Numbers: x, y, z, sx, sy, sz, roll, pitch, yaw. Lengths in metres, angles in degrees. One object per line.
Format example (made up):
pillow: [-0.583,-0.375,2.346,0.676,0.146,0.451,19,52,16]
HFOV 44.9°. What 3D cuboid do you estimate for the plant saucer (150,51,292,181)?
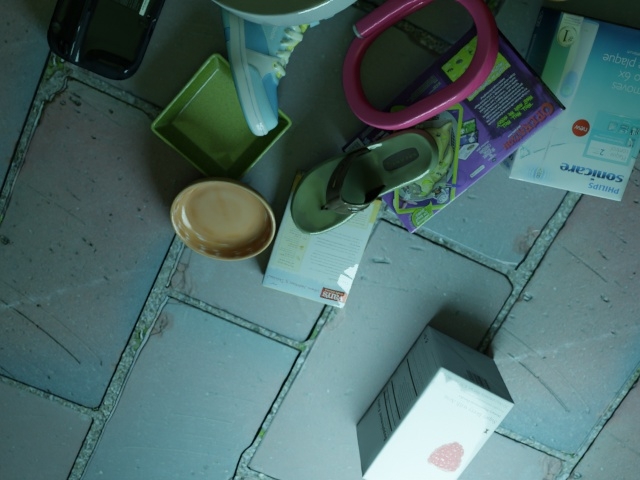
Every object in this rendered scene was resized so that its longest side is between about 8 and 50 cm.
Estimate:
plant saucer: [-0.180,-0.217,1.420,0.188,0.045,0.188,41,105,-16]

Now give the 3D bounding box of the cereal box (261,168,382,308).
cereal box: [0.000,0.000,1.506,0.172,0.047,0.240,17,110,-6]

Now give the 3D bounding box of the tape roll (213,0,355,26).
tape roll: [-0.057,-0.529,1.186,0.391,0.072,0.392,1,93,14]

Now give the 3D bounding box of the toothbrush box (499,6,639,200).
toothbrush box: [0.465,-0.243,1.384,0.216,0.126,0.296,12,111,-5]

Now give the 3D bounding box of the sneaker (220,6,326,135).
sneaker: [-0.054,-0.346,1.304,0.208,0.127,0.319,-8,95,0]

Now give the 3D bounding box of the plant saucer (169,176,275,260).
plant saucer: [-0.182,-0.045,1.461,0.199,0.037,0.200,3,132,4]

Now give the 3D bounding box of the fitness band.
fitness band: [0.160,-0.311,1.313,0.290,0.054,0.209,-26,79,31]

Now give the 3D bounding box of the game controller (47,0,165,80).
game controller: [-0.350,-0.439,1.333,0.166,0.067,0.319,18,110,-23]

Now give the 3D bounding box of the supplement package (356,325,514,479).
supplement package: [0.224,0.361,1.581,0.177,0.175,0.293,27,108,-12]

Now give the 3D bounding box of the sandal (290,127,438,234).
sandal: [0.066,-0.107,1.379,0.302,0.086,0.120,-29,98,24]

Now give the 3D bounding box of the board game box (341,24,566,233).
board game box: [0.225,-0.195,1.366,0.347,0.056,0.208,-40,83,27]
